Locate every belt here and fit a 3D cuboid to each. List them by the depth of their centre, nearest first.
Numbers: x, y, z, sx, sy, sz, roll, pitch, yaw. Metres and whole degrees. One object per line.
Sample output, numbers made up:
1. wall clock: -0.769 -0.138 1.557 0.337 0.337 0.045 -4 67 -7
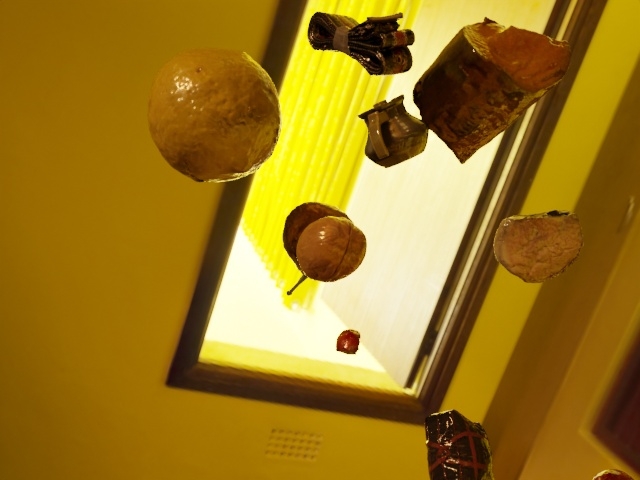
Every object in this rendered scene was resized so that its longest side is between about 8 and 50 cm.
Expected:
1. belt: 0.082 -0.455 1.445 0.094 0.126 0.359 -14 -153 -23

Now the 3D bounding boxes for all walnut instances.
1. walnut: 0.026 0.022 1.587 0.165 0.165 0.197 16 161 -15

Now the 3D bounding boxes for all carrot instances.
1. carrot: 0.374 -0.363 1.455 0.241 0.341 0.242 30 -146 -23

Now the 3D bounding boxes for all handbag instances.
1. handbag: 0.352 0.554 1.628 0.169 0.155 0.215 29 -137 -38

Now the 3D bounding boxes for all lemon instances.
1. lemon: -0.279 -0.337 1.671 0.349 0.349 0.387 0 -118 -56

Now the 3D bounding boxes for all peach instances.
1. peach: 0.064 0.249 1.530 0.050 0.077 0.083 22 -151 -13

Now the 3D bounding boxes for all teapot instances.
1. teapot: 0.128 -0.200 1.181 0.130 0.119 0.165 -21 -171 28

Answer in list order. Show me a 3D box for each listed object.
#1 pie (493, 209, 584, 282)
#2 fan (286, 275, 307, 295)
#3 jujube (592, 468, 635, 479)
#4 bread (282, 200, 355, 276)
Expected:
1. pie: 0.541 0.018 1.581 0.218 0.185 0.052 -4 -170 -2
2. fan: -0.046 0.108 2.001 0.016 0.038 0.193 -18 -158 52
3. jujube: 0.595 0.541 1.251 0.112 0.109 0.176 53 -151 -44
4. bread: 0.000 0.000 1.946 0.244 0.245 0.134 21 -170 9
